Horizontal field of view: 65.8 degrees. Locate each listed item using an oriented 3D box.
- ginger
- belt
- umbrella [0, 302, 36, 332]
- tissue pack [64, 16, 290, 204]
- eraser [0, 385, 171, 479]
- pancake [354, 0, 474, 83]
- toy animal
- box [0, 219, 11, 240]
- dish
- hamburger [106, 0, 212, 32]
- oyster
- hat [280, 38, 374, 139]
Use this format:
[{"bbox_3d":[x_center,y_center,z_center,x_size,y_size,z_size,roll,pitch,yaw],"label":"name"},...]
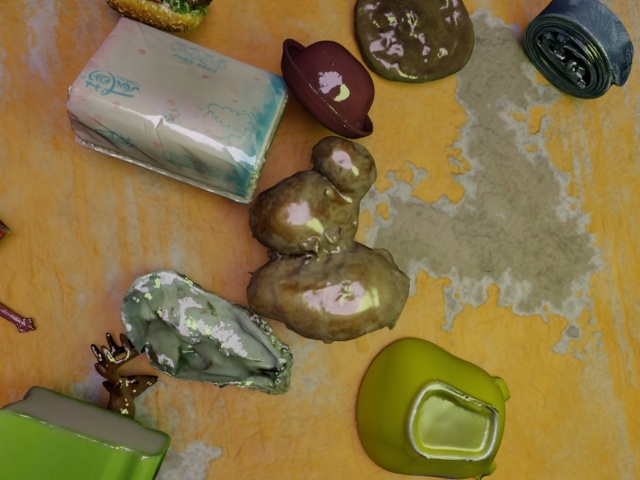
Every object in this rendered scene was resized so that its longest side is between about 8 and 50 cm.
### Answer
[{"bbox_3d":[0.000,0.000,0.750,0.245,0.155,0.303,-10,92,5],"label":"ginger"},{"bbox_3d":[0.455,-0.336,0.876,0.082,0.141,0.190,-45,96,-10],"label":"belt"},{"bbox_3d":[-0.494,0.088,0.726,0.165,0.025,0.027,33,62,-7],"label":"umbrella"},{"bbox_3d":[-0.197,-0.193,0.735,0.271,0.124,0.201,19,55,-7],"label":"tissue pack"},{"bbox_3d":[-0.342,0.353,0.635,0.210,0.092,0.273,21,92,-3],"label":"eraser"},{"bbox_3d":[0.174,-0.389,0.879,0.242,0.050,0.241,1,85,-10],"label":"pancake"},{"bbox_3d":[-0.325,0.284,0.704,0.244,0.087,0.259,-25,92,-13],"label":"toy animal"},{"bbox_3d":[-0.549,0.007,0.698,0.112,0.048,0.175,40,78,12],"label":"box"},{"bbox_3d":[0.196,0.283,0.784,0.263,0.108,0.220,18,82,-7],"label":"dish"},{"bbox_3d":[-0.259,-0.376,0.765,0.166,0.137,0.087,15,114,-6],"label":"hamburger"},{"bbox_3d":[-0.164,0.139,0.746,0.252,0.087,0.199,2,63,-27],"label":"oyster"},{"bbox_3d":[0.026,-0.247,0.767,0.089,0.205,0.205,-41,93,26],"label":"hat"}]
